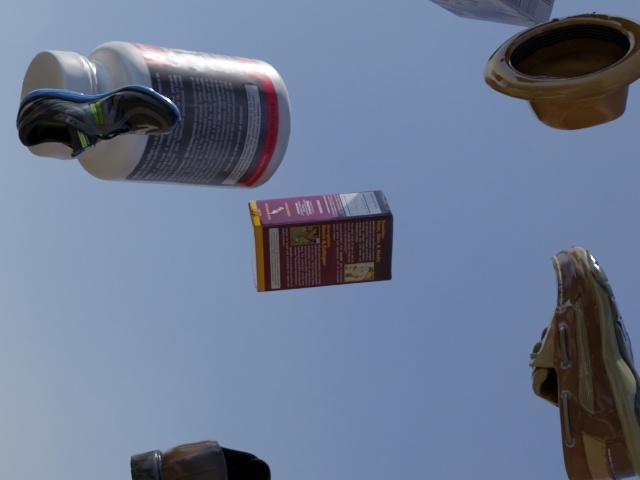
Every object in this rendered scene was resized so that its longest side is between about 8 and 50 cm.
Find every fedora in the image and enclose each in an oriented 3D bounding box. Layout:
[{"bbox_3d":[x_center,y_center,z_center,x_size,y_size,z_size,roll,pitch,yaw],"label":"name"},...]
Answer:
[{"bbox_3d":[0.271,-0.172,1.463,0.194,0.194,0.079,42,-23,55],"label":"fedora"}]

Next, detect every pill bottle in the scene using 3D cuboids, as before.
[{"bbox_3d":[-0.211,-0.159,1.752,0.176,0.318,0.176,-4,-95,53],"label":"pill bottle"}]

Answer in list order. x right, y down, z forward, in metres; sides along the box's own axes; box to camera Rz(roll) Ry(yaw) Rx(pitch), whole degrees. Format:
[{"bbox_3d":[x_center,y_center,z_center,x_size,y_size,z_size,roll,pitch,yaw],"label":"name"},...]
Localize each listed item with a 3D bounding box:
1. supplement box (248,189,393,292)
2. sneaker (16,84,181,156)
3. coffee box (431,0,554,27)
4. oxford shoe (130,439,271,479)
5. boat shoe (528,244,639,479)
[{"bbox_3d":[0.000,0.000,1.863,0.081,0.188,0.104,-107,-166,-60],"label":"supplement box"},{"bbox_3d":[-0.244,-0.125,1.508,0.067,0.188,0.078,78,14,-52],"label":"sneaker"},{"bbox_3d":[0.214,-0.415,2.035,0.168,0.297,0.119,15,-89,37],"label":"coffee box"},{"bbox_3d":[-0.079,0.225,1.151,0.227,0.096,0.083,67,5,-65],"label":"oxford shoe"},{"bbox_3d":[0.291,0.135,1.541,0.324,0.120,0.123,-95,162,-50],"label":"boat shoe"}]
